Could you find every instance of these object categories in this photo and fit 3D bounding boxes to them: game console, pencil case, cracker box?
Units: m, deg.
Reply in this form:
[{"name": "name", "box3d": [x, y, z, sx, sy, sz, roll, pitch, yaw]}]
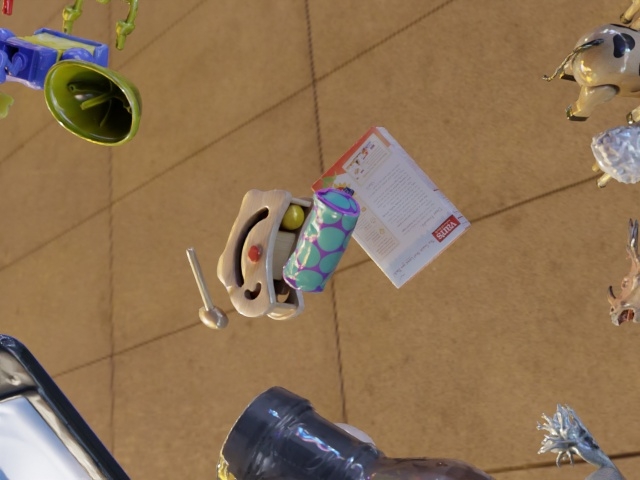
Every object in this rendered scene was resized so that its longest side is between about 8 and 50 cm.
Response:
[{"name": "game console", "box3d": [-0.341, 0.269, 0.802, 0.250, 0.293, 0.173, -17, 31, 17]}, {"name": "pencil case", "box3d": [0.000, 0.000, 1.137, 0.070, 0.064, 0.151, 40, 127, 22]}, {"name": "cracker box", "box3d": [0.118, -0.057, 1.428, 0.156, 0.067, 0.232, -43, 81, 19]}]

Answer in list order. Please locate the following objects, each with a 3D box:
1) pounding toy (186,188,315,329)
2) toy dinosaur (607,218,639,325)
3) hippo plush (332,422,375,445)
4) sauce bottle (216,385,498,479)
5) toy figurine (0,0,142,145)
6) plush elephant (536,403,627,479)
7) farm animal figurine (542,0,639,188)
[{"name": "pounding toy", "box3d": [-0.112, 0.040, 1.361, 0.154, 0.155, 0.269, 32, 104, 43]}, {"name": "toy dinosaur", "box3d": [0.521, 0.004, 1.125, 0.200, 0.296, 0.127, -14, 94, 62]}, {"name": "hippo plush", "box3d": [0.011, 0.358, 0.906, 0.236, 0.294, 0.234, 48, 122, 5]}, {"name": "sauce bottle", "box3d": [0.098, 0.190, 0.446, 0.344, 0.111, 0.111, 26, 101, 25]}, {"name": "toy figurine", "box3d": [-0.317, -0.242, 1.041, 0.363, 0.217, 0.191, 16, 106, 18]}, {"name": "plush elephant", "box3d": [0.241, 0.361, 0.879, 0.255, 0.272, 0.330, -39, 45, 8]}, {"name": "farm animal figurine", "box3d": [0.474, -0.257, 1.154, 0.172, 0.327, 0.330, 118, 136, -64]}]
